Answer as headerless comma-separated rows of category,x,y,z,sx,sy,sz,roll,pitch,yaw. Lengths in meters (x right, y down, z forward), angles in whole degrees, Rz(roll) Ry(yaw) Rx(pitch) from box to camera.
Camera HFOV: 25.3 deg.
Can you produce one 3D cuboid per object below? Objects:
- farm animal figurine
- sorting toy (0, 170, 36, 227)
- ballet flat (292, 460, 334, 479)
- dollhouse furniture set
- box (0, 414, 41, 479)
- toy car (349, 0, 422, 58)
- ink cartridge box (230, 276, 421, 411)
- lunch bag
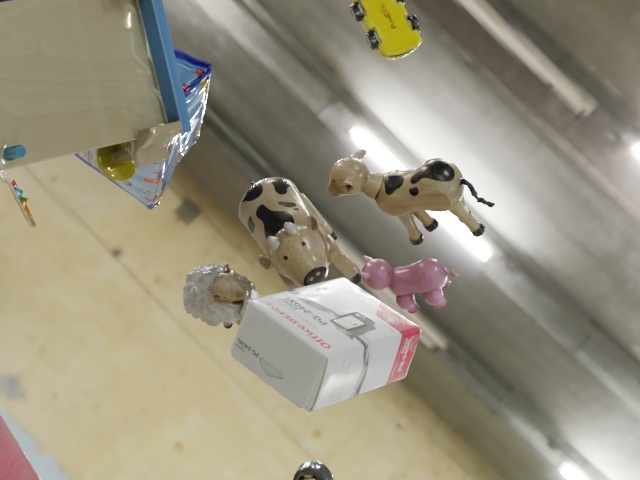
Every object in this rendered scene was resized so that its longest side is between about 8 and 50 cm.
farm animal figurine,0.000,0.000,1.746,0.327,0.330,0.172,28,-18,50
sorting toy,-0.325,-0.049,1.535,0.062,0.012,0.083,62,-8,-21
ballet flat,-0.007,0.388,1.857,0.074,0.074,0.203,117,-31,-74
dollhouse furniture set,-0.297,-0.167,1.157,0.198,0.286,0.303,-8,-81,44
box,-0.420,0.307,1.661,0.232,0.149,0.127,62,24,-12
toy car,0.024,-0.314,1.659,0.225,0.239,0.053,8,-24,9
ink cartridge box,0.006,0.096,1.365,0.109,0.150,0.063,33,-63,30
lunch bag,-0.300,-0.195,1.796,0.293,0.138,0.221,29,-20,1
